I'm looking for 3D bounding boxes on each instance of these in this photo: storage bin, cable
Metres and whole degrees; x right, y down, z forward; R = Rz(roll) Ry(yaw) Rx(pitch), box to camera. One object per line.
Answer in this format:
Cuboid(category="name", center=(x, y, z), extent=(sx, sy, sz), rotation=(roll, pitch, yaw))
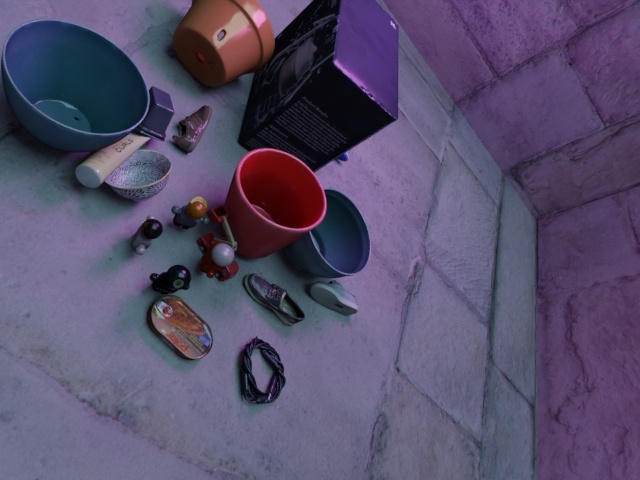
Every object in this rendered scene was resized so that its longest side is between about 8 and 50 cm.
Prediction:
Cuboid(category="storage bin", center=(-0.454, -0.354, 1.260), extent=(0.098, 0.091, 0.135), rotation=(20, 30, -40))
Cuboid(category="cable", center=(-0.159, 0.361, 1.303), extent=(0.150, 0.047, 0.185), rotation=(10, 64, -45))

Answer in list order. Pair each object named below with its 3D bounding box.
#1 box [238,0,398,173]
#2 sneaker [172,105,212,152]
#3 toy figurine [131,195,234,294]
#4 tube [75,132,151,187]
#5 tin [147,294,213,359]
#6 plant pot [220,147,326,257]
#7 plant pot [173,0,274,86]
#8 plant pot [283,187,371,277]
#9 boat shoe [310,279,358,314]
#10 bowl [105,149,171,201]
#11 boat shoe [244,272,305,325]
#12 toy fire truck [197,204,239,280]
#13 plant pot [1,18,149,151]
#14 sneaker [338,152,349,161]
Cuboid(category="box", center=(0.001, -0.541, 1.588), extent=(0.297, 0.471, 0.480), rotation=(30, 51, -34))
Cuboid(category="sneaker", center=(-0.383, -0.352, 1.393), extent=(0.071, 0.066, 0.189), rotation=(34, 49, -31))
Cuboid(category="toy figurine", center=(-0.347, 0.015, 1.167), extent=(0.213, 0.148, 0.210), rotation=(-27, 92, -38))
Cuboid(category="tube", center=(-0.515, -0.216, 1.147), extent=(0.070, 0.062, 0.240), rotation=(47, 30, -23))
Cuboid(category="tin", center=(-0.353, 0.221, 1.170), extent=(0.190, 0.040, 0.106), rotation=(50, 38, -17))
Cuboid(category="plant pot", center=(-0.158, -0.085, 1.340), extent=(0.274, 0.243, 0.275), rotation=(18, 52, -25))
Cuboid(category="plant pot", center=(-0.320, -0.627, 1.456), extent=(0.291, 0.290, 0.203), rotation=(47, 60, -21))
Cuboid(category="plant pot", center=(0.000, 0.000, 1.536), extent=(0.293, 0.196, 0.293), rotation=(23, 55, -38))
Cuboid(category="boat shoe", center=(0.046, 0.183, 1.598), extent=(0.227, 0.079, 0.081), rotation=(35, 40, -38))
Cuboid(category="bowl", center=(-0.459, -0.152, 1.181), extent=(0.170, 0.170, 0.080), rotation=(-60, 160, -44))
Cuboid(category="boat shoe", center=(-0.131, 0.172, 1.404), extent=(0.223, 0.073, 0.080), rotation=(47, 44, -22))
Cuboid(category="toy fire truck", center=(-0.272, 0.011, 1.282), extent=(0.047, 0.135, 0.192), rotation=(-35, 98, -49))
Cuboid(category="plant pot", center=(-0.572, -0.316, 1.063), extent=(0.290, 0.195, 0.290), rotation=(22, 53, -33))
Cuboid(category="sneaker", center=(0.048, -0.354, 1.864), extent=(0.152, 0.058, 0.085), rotation=(39, 41, -22))
